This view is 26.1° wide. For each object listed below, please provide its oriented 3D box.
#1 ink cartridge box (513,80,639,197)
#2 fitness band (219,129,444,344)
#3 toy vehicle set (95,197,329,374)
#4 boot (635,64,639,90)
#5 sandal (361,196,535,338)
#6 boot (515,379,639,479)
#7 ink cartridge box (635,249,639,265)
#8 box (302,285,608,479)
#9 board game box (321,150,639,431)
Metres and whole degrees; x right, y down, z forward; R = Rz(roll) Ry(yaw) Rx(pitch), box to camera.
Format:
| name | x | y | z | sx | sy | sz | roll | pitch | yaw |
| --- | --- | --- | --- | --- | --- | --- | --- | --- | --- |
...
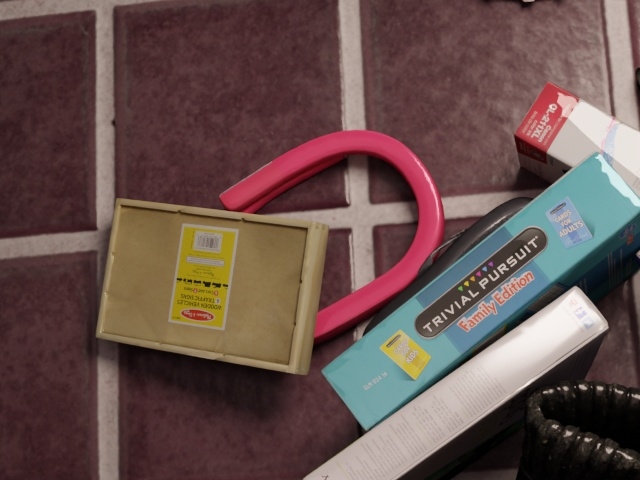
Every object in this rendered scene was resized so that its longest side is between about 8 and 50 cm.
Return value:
| name | x | y | z | sx | sy | sz | roll | pitch | yaw |
| --- | --- | --- | --- | --- | --- | --- | --- | --- | --- |
| ink cartridge box | 0.303 | -0.083 | 1.482 | 0.175 | 0.127 | 0.072 | 32 | 85 | 17 |
| fitness band | 0.000 | 0.000 | 1.569 | 0.291 | 0.054 | 0.209 | -30 | 76 | 5 |
| toy vehicle set | -0.125 | 0.048 | 1.545 | 0.267 | 0.035 | 0.166 | 8 | 87 | 28 |
| boot | 0.398 | -0.231 | 1.528 | 0.137 | 0.077 | 0.198 | -19 | 73 | 12 |
| sandal | 0.143 | 0.034 | 1.512 | 0.254 | 0.097 | 0.054 | -38 | 46 | 0 |
| boot | 0.184 | 0.262 | 1.329 | 0.348 | 0.260 | 0.131 | -6 | 44 | -8 |
| ink cartridge box | 0.506 | 0.022 | 1.351 | 0.395 | 0.151 | 0.270 | -43 | 41 | -1 |
| box | 0.133 | 0.188 | 1.374 | 0.322 | 0.232 | 0.058 | -33 | 71 | -7 |
| board game box | 0.176 | 0.074 | 1.406 | 0.336 | 0.254 | 0.079 | -38 | 72 | 1 |
